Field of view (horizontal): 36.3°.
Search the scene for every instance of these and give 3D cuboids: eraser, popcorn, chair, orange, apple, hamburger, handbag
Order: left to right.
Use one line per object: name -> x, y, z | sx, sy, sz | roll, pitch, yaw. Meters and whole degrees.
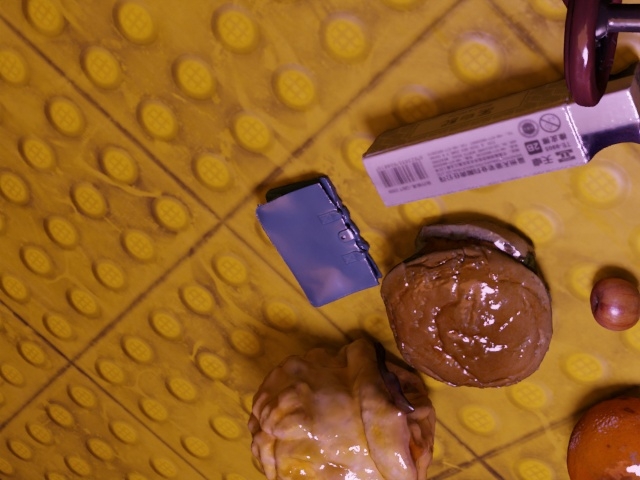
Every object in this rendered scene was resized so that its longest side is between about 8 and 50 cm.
handbag -> 0.000, 0.000, 1.665 | 0.144, 0.057, 0.221 | -18, 114, 29
popcorn -> 0.056, 0.326, 1.711 | 0.349, 0.349, 0.382 | 37, 140, -3
hamburger -> 0.233, 0.113, 1.573 | 0.265, 0.134, 0.285 | -5, 125, 33
eraser -> 0.259, -0.145, 1.382 | 0.403, 0.096, 0.098 | -12, 117, 33
apple -> 0.450, 0.095, 1.484 | 0.071, 0.084, 0.084 | -3, 128, -4
orange -> 0.512, 0.367, 1.601 | 0.224, 0.170, 0.224 | 16, 132, 18
chair -> 0.435, -0.254, 1.117 | 0.400, 0.226, 0.227 | 9, 129, 23
